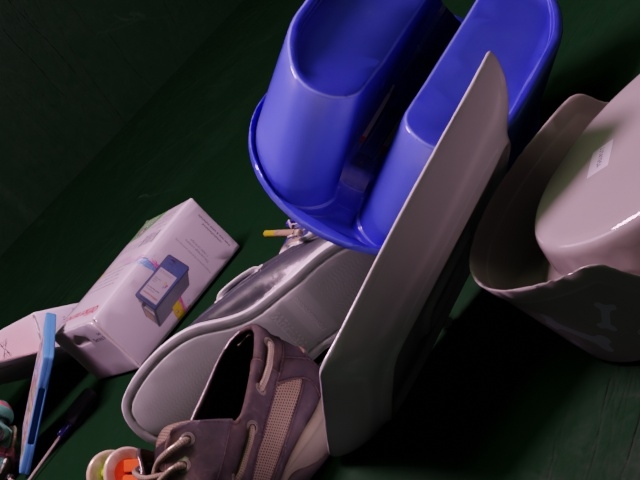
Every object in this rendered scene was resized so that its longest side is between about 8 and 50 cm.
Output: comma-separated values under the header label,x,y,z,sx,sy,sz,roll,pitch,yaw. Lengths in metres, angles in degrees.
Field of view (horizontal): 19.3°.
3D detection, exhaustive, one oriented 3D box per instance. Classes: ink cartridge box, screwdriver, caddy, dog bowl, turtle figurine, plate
label,x,y,z,sx,sy,sz,roll,pitch,yaw
ink cartridge box,-0.221,0.064,2.358,0.212,0.093,0.154,-51,14,-27
screwdriver,-0.326,0.248,2.279,0.025,0.024,0.170,18,62,41
caddy,0.080,-0.132,1.744,0.341,0.241,0.179,-57,-9,-41
dog bowl,0.266,-0.058,1.312,0.349,0.102,0.349,-42,14,12
ink cartridge box,-0.432,0.153,2.527,0.239,0.060,0.275,-10,-9,-36
turtle figurine,-0.431,0.263,2.337,0.175,0.118,0.234,124,160,-43
plate,0.081,0.026,1.456,0.277,0.045,0.278,-62,-10,-17

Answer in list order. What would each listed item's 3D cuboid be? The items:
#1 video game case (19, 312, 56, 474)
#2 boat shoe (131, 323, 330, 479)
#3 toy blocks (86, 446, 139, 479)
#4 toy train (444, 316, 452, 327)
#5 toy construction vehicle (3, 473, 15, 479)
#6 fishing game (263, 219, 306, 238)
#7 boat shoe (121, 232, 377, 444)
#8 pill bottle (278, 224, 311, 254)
label,x,y,z,sx,sy,sz,roll,pitch,yaw
video game case,-0.348,0.188,2.315,0.119,0.015,0.166,-104,26,-65
boat shoe,-0.096,0.205,1.524,0.132,0.130,0.355,-34,18,37
toy blocks,-0.203,0.255,1.842,0.123,0.054,0.148,-51,15,-22
toy train,0.093,0.062,1.615,0.017,0.024,0.083,-55,15,-3
toy construction vehicle,-0.365,0.319,2.157,0.098,0.035,0.086,-52,13,47
fishing game,0.063,-0.071,1.885,0.264,0.041,0.189,-27,7,-9
boat shoe,-0.057,0.089,1.808,0.302,0.114,0.091,-31,15,5
pill bottle,0.000,0.000,1.965,0.067,0.067,0.120,-36,17,33
